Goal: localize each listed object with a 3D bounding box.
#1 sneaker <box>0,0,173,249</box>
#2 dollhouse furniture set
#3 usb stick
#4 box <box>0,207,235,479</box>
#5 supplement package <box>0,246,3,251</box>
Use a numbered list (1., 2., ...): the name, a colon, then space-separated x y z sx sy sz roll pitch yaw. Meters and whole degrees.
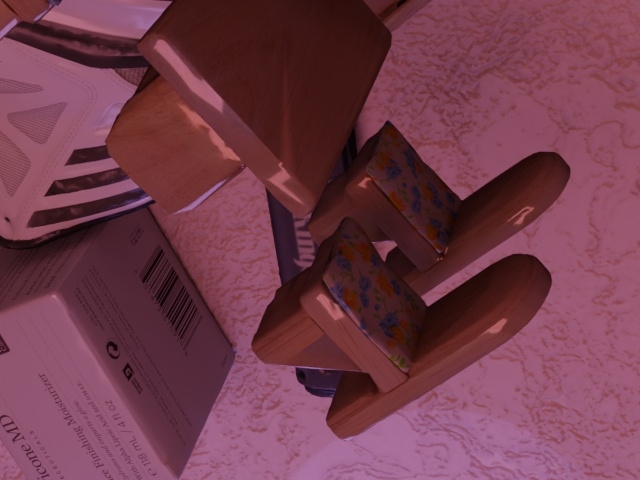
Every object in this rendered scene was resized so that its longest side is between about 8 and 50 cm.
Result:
1. sneaker: -0.298 -0.120 1.161 0.447 0.169 0.257 13 119 4
2. dollhouse furniture set: 0.021 -0.168 0.920 0.256 0.394 0.362 -36 105 28
3. usb stick: 0.000 0.000 1.225 0.077 0.045 0.278 -1 119 14
4. box: -0.177 0.084 1.238 0.119 0.182 0.181 -21 112 23
5. supplement package: -0.357 0.105 1.324 0.244 0.134 0.139 -30 108 27
